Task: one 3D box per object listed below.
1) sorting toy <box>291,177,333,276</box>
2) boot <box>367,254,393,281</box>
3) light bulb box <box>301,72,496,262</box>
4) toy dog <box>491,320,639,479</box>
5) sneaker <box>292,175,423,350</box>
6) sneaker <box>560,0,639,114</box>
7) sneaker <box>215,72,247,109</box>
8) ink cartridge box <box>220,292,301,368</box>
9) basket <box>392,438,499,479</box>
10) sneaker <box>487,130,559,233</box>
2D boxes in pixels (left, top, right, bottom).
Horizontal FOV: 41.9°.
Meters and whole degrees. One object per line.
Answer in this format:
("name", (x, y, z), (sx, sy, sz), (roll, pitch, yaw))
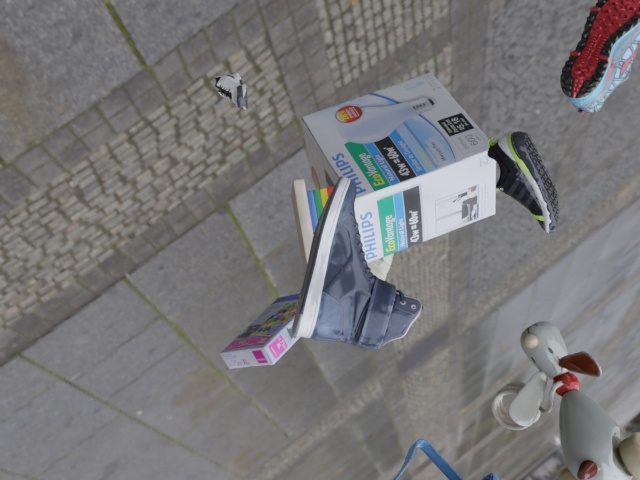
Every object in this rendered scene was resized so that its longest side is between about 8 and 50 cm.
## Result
("sorting toy", (0.000, 0.000, 1.865), (0.089, 0.257, 0.255), (-10, 176, -4))
("boot", (0.072, 0.080, 2.149), (0.077, 0.213, 0.165), (61, 40, -71))
("light bulb box", (0.187, -0.183, 2.047), (0.361, 0.358, 0.225), (-21, 136, -9))
("toy dog", (0.405, 0.289, 1.377), (0.161, 0.333, 0.220), (18, 110, -48))
("sneaker", (0.064, 0.036, 1.134), (0.086, 0.163, 0.226), (128, -25, -80))
("sneaker", (0.543, -0.357, 1.581), (0.262, 0.104, 0.125), (-55, 143, -4))
("sneaker", (-0.142, -0.236, 1.335), (0.043, 0.109, 0.040), (-5, 119, -16))
("ink cartridge box", (-0.103, 0.219, 2.200), (0.185, 0.065, 0.311), (-14, -161, 46))
("basket", (0.267, 0.545, 1.665), (0.201, 0.289, 0.255), (-52, 172, 22))
("sneaker", (0.403, -0.115, 1.673), (0.097, 0.235, 0.084), (-16, -157, 31))
